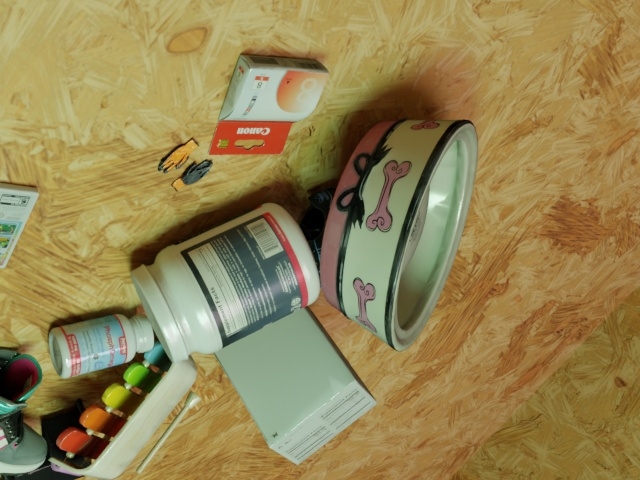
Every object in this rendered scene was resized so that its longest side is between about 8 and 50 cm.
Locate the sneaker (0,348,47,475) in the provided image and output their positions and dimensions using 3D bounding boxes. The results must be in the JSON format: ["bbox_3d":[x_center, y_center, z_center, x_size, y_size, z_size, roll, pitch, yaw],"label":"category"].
[{"bbox_3d":[-0.512,0.272,1.329,0.178,0.124,0.295,-34,139,8],"label":"sneaker"}]

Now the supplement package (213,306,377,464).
[{"bbox_3d":[-0.055,0.262,1.594,0.204,0.262,0.145,-38,146,0],"label":"supplement package"}]

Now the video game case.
[{"bbox_3d":[-0.486,-0.023,1.110,0.157,0.019,0.143,6,127,-46],"label":"video game case"}]

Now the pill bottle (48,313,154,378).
[{"bbox_3d":[-0.369,0.173,1.373,0.160,0.087,0.087,-12,138,-32],"label":"pill bottle"}]

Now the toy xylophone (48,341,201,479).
[{"bbox_3d":[-0.338,0.320,1.491,0.323,0.081,0.236,-48,157,-18],"label":"toy xylophone"}]

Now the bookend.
[{"bbox_3d":[-0.512,0.390,1.509,0.157,0.072,0.156,-14,138,-29],"label":"bookend"}]

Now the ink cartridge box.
[{"bbox_3d":[-0.082,-0.195,1.245,0.145,0.045,0.179,-5,131,-37],"label":"ink cartridge box"}]

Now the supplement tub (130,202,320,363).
[{"bbox_3d":[-0.156,0.070,1.351,0.272,0.191,0.191,-25,143,-17],"label":"supplement tub"}]

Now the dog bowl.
[{"bbox_3d":[0.135,-0.025,1.399,0.408,0.150,0.408,-52,152,-42],"label":"dog bowl"}]

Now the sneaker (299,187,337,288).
[{"bbox_3d":[0.000,0.000,1.512,0.090,0.081,0.232,-11,131,-28],"label":"sneaker"}]

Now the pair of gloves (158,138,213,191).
[{"bbox_3d":[-0.208,-0.114,1.254,0.074,0.010,0.083,-36,146,-2],"label":"pair of gloves"}]
